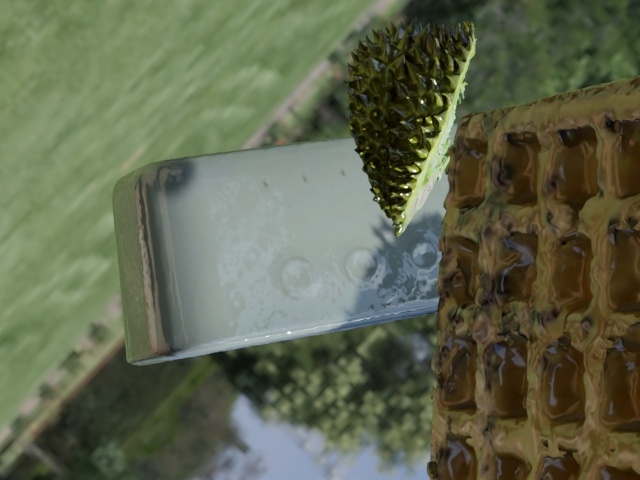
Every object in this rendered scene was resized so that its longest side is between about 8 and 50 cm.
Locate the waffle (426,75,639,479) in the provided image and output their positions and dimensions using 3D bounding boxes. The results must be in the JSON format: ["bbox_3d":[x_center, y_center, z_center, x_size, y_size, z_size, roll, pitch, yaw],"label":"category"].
[{"bbox_3d":[0.177,0.048,0.841,0.376,0.114,0.261,174,-81,-68],"label":"waffle"}]

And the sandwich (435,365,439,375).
[{"bbox_3d":[0.230,0.190,1.918,0.227,0.155,0.198,-98,-160,-44],"label":"sandwich"}]

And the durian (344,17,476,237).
[{"bbox_3d":[0.069,-0.102,1.211,0.215,0.086,0.100,-69,154,-42],"label":"durian"}]

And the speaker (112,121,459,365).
[{"bbox_3d":[0.000,0.000,1.698,0.406,0.184,0.183,-8,177,-24],"label":"speaker"}]
